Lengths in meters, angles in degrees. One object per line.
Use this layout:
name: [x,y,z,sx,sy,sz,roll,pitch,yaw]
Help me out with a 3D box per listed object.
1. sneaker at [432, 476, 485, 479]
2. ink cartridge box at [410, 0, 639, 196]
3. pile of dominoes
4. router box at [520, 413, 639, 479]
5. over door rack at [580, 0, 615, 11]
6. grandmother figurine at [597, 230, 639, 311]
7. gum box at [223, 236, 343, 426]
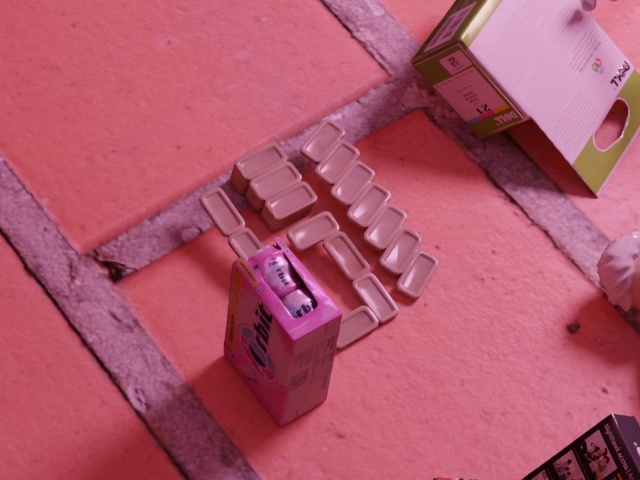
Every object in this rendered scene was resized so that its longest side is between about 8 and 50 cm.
sneaker: [0.166,0.326,1.631,0.092,0.088,0.225,-3,56,-9]
ink cartridge box: [0.257,-0.189,1.999,0.255,0.097,0.189,47,57,-16]
pile of dominoes: [0.000,0.000,1.881,0.196,0.040,0.251,-28,71,-23]
router box: [0.284,0.279,1.650,0.046,0.133,0.179,12,45,-45]
over door rack: [0.479,-0.277,2.058,0.239,0.108,0.324,42,48,9]
grandmother figurine: [0.444,0.107,1.805,0.342,0.104,0.208,37,51,15]
gum box: [-0.040,0.092,1.707,0.062,0.188,0.107,-29,64,-23]
